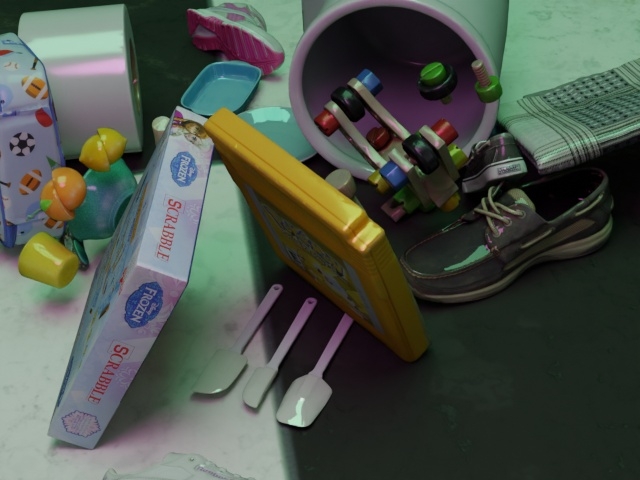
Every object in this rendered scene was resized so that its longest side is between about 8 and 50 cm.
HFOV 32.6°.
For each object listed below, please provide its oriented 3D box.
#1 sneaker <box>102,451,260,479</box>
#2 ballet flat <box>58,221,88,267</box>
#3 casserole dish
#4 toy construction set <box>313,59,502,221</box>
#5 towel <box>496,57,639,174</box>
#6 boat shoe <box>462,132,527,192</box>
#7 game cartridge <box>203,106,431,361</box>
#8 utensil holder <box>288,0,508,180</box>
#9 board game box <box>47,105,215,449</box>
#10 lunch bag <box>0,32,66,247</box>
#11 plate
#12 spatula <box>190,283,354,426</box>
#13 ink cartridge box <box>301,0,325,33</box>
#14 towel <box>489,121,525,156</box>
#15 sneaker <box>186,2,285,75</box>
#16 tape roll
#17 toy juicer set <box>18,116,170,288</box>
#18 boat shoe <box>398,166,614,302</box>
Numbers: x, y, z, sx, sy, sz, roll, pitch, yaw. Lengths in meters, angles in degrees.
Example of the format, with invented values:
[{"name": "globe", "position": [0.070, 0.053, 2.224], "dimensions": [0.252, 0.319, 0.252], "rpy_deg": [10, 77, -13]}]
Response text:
[{"name": "sneaker", "position": [-0.110, 0.288, 1.217], "dimensions": [0.305, 0.114, 0.152], "rpy_deg": [-4, 40, -1]}, {"name": "ballet flat", "position": [-0.373, 0.010, 1.643], "dimensions": [0.041, 0.041, 0.114], "rpy_deg": [-11, 40, -11]}, {"name": "casserole dish", "position": [-0.175, -0.262, 1.964], "dimensions": [0.114, 0.037, 0.188], "rpy_deg": [9, 40, 14]}, {"name": "toy construction set", "position": [0.114, -0.076, 1.581], "dimensions": [0.258, 0.237, 0.308], "rpy_deg": [10, 57, 40]}, {"name": "towel", "position": [0.436, -0.211, 1.680], "dimensions": [0.312, 0.056, 0.324], "rpy_deg": [-20, 19, 3]}, {"name": "boat shoe", "position": [0.259, -0.116, 1.640], "dimensions": [0.078, 0.070, 0.219], "rpy_deg": [-11, -4, -7]}, {"name": "game cartridge", "position": [0.000, 0.000, 1.393], "dimensions": [0.052, 0.323, 0.285], "rpy_deg": [-46, 58, -10]}, {"name": "utensil holder", "position": [0.145, -0.329, 1.808], "dimensions": [0.328, 0.327, 0.385], "rpy_deg": [6, 38, 10]}, {"name": "board game box", "position": [-0.233, 0.044, 1.377], "dimensions": [0.066, 0.318, 0.318], "rpy_deg": [23, 37, -15]}, {"name": "lunch bag", "position": [-0.470, -0.146, 1.634], "dimensions": [0.115, 0.303, 0.243], "rpy_deg": [-13, 33, -29]}, {"name": "plate", "position": [-0.081, -0.169, 1.854], "dimensions": [0.188, 0.024, 0.188], "rpy_deg": [-2, 38, 1]}, {"name": "spatula", "position": [-0.046, 0.147, 1.469], "dimensions": [0.168, 0.019, 0.242], "rpy_deg": [12, 37, 18]}, {"name": "ink cartridge box", "position": [0.081, -0.447, 2.082], "dimensions": [0.219, 0.160, 0.092], "rpy_deg": [-21, 41, -23]}, {"name": "towel", "position": [0.315, -0.172, 1.832], "dimensions": [0.119, 0.029, 0.067], "rpy_deg": [22, 45, 26]}, {"name": "sneaker", "position": [-0.143, -0.396, 2.075], "dimensions": [0.111, 0.103, 0.252], "rpy_deg": [-31, 48, -28]}, {"name": "tape roll", "position": [-0.391, -0.262, 1.812], "dimensions": [0.169, 0.246, 0.246], "rpy_deg": [-7, 39, -5]}, {"name": "toy juicer set", "position": [-0.309, -0.088, 1.573], "dimensions": [0.090, 0.209, 0.329], "rpy_deg": [26, 38, 18]}, {"name": "boat shoe", "position": [0.265, -0.025, 1.571], "dimensions": [0.355, 0.130, 0.132], "rpy_deg": [-21, 42, -22]}]
